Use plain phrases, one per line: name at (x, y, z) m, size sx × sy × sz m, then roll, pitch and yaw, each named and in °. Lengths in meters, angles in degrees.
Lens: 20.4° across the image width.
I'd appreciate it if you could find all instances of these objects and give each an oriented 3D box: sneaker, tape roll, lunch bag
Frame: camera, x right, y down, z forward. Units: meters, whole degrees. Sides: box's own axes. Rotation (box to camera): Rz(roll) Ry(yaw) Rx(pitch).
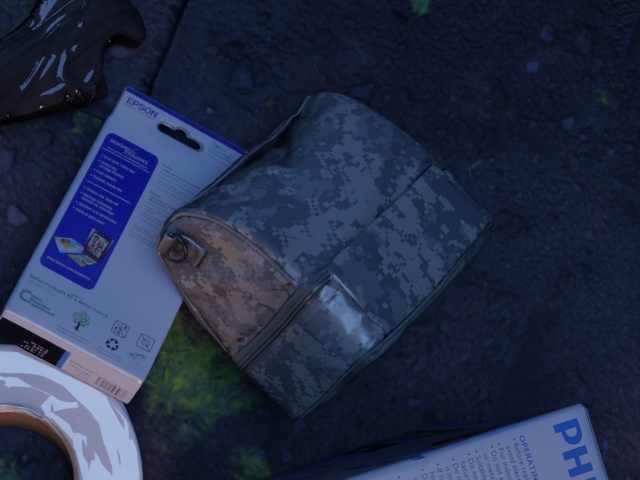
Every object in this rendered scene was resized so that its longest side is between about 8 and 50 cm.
sneaker at (-0.306, -0.179, 1.941) m, size 0.130 × 0.109 × 0.286 m, roll 46°, pitch 79°, yaw -10°
tape roll at (-0.328, 0.254, 1.865) m, size 0.286 × 0.100 × 0.286 m, roll 3°, pitch 74°, yaw -9°
lunch bag at (0.000, 0.000, 1.894) m, size 0.256 × 0.212 × 0.305 m, roll 47°, pitch 50°, yaw 1°

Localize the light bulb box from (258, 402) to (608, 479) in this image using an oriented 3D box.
light bulb box at (0.072, 0.327, 1.809) m, size 0.361 × 0.358 × 0.225 m, roll -15°, pitch 87°, yaw -22°

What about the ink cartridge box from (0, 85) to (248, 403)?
ink cartridge box at (-0.209, -0.001, 1.920) m, size 0.165 × 0.065 × 0.332 m, roll 29°, pitch 54°, yaw -7°
